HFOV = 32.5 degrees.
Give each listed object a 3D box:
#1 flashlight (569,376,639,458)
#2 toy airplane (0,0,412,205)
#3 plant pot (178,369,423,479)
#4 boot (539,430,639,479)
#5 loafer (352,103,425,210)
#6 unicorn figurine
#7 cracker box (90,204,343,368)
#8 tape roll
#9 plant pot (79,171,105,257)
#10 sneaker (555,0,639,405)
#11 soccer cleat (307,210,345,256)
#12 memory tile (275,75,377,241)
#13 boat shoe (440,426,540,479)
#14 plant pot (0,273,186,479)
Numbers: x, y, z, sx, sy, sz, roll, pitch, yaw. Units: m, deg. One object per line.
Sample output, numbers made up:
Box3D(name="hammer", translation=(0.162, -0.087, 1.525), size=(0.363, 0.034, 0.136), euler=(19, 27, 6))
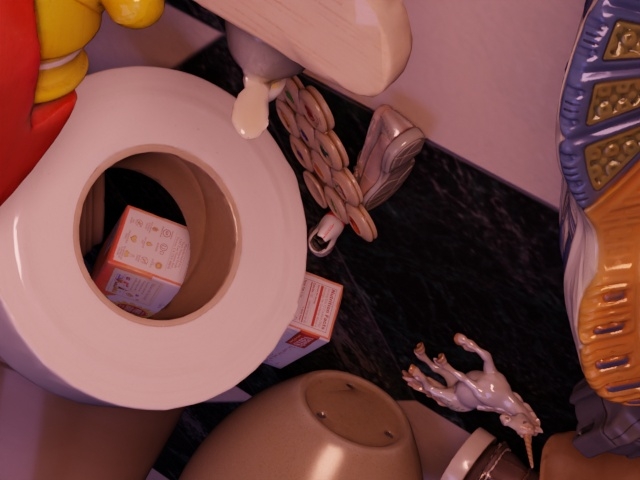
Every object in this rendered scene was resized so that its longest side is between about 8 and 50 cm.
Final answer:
Box3D(name="flashlight", translation=(0.267, 0.072, 0.726), size=(0.103, 0.103, 0.304), euler=(5, 160, -9))
Box3D(name="toy airplane", translation=(-0.160, -0.225, 0.651), size=(0.384, 0.272, 0.386), euler=(-14, 99, 32))
Box3D(name="plant pot", translation=(0.000, 0.256, 1.211), size=(0.284, 0.284, 0.191), euler=(31, 117, 15))
Box3D(name="boot", translation=(0.302, 0.281, 0.910), size=(0.089, 0.236, 0.269), euler=(12, 166, -33))
Box3D(name="loafer", translation=(0.048, -0.064, 0.845), size=(0.039, 0.045, 0.125), euler=(54, 159, 12))
Box3D(name="unicorn figurine", translation=(0.146, 0.142, 1.039), size=(0.111, 0.060, 0.162), euler=(44, 170, -11))
Box3D(name="cracker box", translation=(-0.113, 0.053, 1.122), size=(0.232, 0.067, 0.156), euler=(22, 157, -14))
Box3D(name="tape roll", translation=(-0.155, 0.000, 0.926), size=(0.286, 0.286, 0.100), euler=(48, 153, -19))
Box3D(name="plant pot", translation=(-0.281, -0.058, 1.139), size=(0.109, 0.237, 0.237), euler=(-1, 157, -14))
Box3D(name="sneaker", translation=(0.175, -0.053, 0.618), size=(0.112, 0.131, 0.296), euler=(-1, 122, 0))
Box3D(name="soccer cleat", translation=(0.000, 0.000, 1.009), size=(0.029, 0.035, 0.083), euler=(38, 154, 0))
Box3D(name="memory tile", translation=(-0.003, -0.071, 0.868), size=(0.113, 0.012, 0.148), euler=(44, 163, 52))
Box3D(name="boat shoe", translation=(0.185, 0.326, 1.214), size=(0.096, 0.116, 0.324), euler=(30, 147, 24))
Box3D(name="plant pot", translation=(-0.304, 0.198, 1.284), size=(0.323, 0.280, 0.323), euler=(16, -176, -1))
